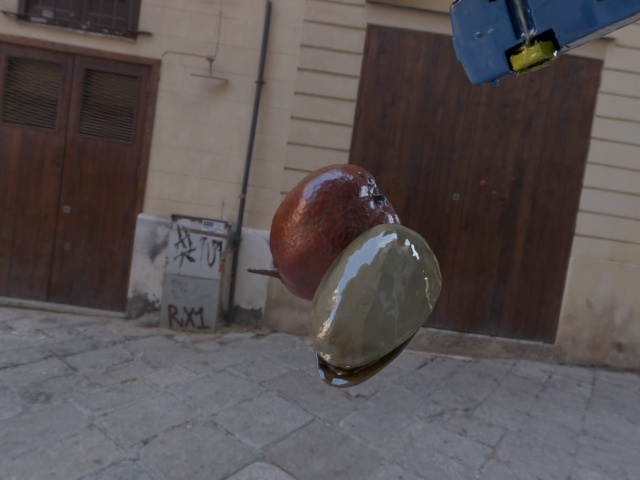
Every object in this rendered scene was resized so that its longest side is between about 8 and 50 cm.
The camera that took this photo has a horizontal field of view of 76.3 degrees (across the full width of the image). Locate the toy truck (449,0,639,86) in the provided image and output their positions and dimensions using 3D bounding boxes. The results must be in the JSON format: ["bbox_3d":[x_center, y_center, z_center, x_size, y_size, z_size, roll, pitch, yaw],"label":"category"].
[{"bbox_3d":[0.375,-0.341,0.534,0.385,0.161,0.162,-15,8,42],"label":"toy truck"}]

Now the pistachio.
[{"bbox_3d":[0.061,0.070,0.472,0.131,0.206,0.129,13,-38,27],"label":"pistachio"}]

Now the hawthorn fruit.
[{"bbox_3d":[0.000,0.000,0.679,0.262,0.210,0.210,-33,-9,16],"label":"hawthorn fruit"}]
